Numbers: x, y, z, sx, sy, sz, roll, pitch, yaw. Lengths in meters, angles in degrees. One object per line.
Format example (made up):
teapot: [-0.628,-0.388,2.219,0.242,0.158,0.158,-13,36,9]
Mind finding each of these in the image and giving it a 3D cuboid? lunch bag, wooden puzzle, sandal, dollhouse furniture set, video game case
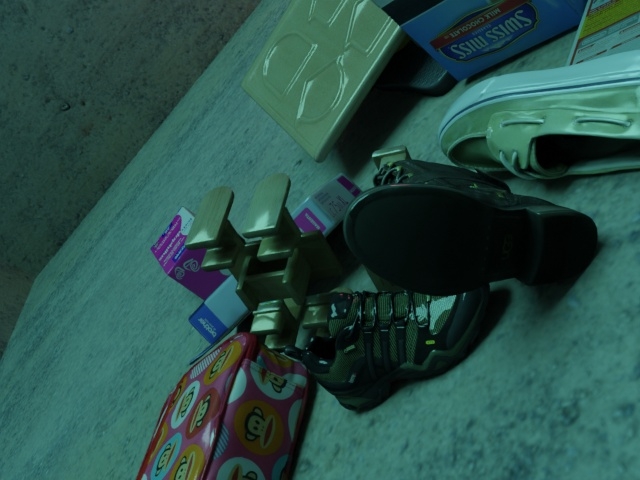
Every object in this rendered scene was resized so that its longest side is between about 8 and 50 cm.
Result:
lunch bag: [-0.143,0.276,0.950,0.258,0.120,0.293,-38,26,43]
wooden puzzle: [0.027,-0.325,1.312,0.322,0.080,0.348,-55,40,14]
sandal: [0.147,-0.269,1.252,0.097,0.054,0.254,-59,31,7]
dollhouse furniture set: [0.000,0.000,0.946,0.242,0.212,0.161,-10,43,24]
video game case: [0.363,-0.261,0.835,0.204,0.025,0.285,-18,42,55]

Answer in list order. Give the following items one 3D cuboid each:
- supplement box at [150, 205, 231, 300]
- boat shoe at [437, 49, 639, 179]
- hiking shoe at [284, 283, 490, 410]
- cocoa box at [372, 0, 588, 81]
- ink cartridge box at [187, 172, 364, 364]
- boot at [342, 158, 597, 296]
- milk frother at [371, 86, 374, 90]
supplement box: [-0.231,0.025,1.478,0.111,0.114,0.220,-54,24,-3]
boat shoe: [0.224,-0.110,0.789,0.302,0.109,0.094,-10,50,56]
hiking shoe: [0.066,0.090,0.795,0.227,0.114,0.086,-41,26,28]
cocoa box: [0.242,-0.439,1.060,0.231,0.228,0.347,-17,43,53]
ink cartridge box: [-0.076,0.039,1.136,0.311,0.065,0.186,-47,-1,21]
boot: [0.107,-0.029,0.754,0.229,0.263,0.091,-137,57,-61]
milk frother: [0.041,-0.309,1.469,0.143,0.129,0.135,3,46,11]
